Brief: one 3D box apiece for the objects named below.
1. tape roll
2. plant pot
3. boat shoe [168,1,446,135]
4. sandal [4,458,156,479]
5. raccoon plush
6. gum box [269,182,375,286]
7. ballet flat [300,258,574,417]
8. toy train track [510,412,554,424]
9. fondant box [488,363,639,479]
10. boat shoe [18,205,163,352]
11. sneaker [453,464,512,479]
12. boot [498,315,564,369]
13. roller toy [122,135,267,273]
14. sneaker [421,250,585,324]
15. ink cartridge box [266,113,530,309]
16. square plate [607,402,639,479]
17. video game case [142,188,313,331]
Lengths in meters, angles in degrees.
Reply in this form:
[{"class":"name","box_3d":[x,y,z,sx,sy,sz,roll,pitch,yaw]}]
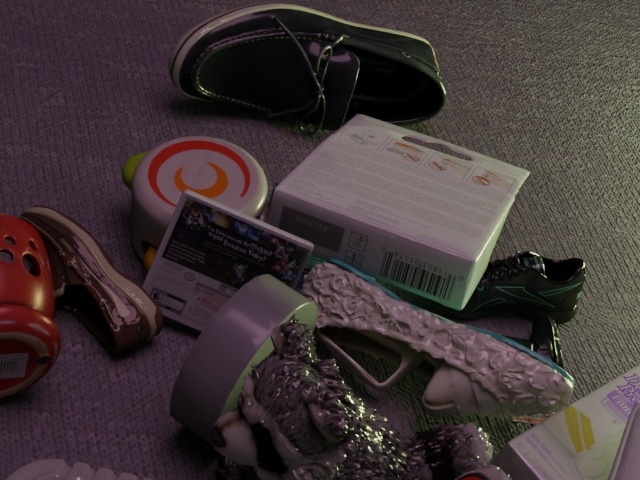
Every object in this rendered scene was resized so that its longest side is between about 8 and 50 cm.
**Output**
[{"class":"tape roll","box_3d":[-0.095,0.152,1.808,0.072,0.219,0.219,32,40,16]},{"class":"plant pot","box_3d":[-0.414,0.086,1.769,0.191,0.191,0.174,-3,47,-26]},{"class":"boat shoe","box_3d":[-0.005,-0.274,2.376,0.500,0.187,0.156,2,36,-29]},{"class":"sandal","box_3d":[-0.178,0.359,1.627,0.416,0.102,0.169,21,36,24]},{"class":"raccoon plush","box_3d":[0.053,0.204,1.748,0.446,0.299,0.216,-23,55,-41]},{"class":"gum box","box_3d":[0.000,0.000,2.167,0.157,0.041,0.184,11,40,-11]},{"class":"ballet flat","box_3d":[0.138,0.165,1.968,0.409,0.147,0.147,25,38,21]},{"class":"toy train track","box_3d":[0.307,0.257,2.026,0.083,0.014,0.048,8,47,-7]},{"class":"fondant box","box_3d":[0.407,0.319,1.916,0.330,0.096,0.238,-21,61,-41]},{"class":"boat shoe","box_3d":[-0.328,0.052,1.924,0.257,0.095,0.095,38,48,19]},{"class":"sneaker","box_3d":[0.232,0.413,1.763,0.118,0.107,0.279,-26,60,-8]},{"class":"boot","box_3d":[0.299,0.153,2.120,0.099,0.045,0.121,7,42,-13]},{"class":"roller toy","box_3d":[-0.173,-0.037,2.051,0.191,0.146,0.209,-9,49,-17]},{"class":"sneaker","box_3d":[0.274,0.056,2.173,0.267,0.106,0.101,4,43,-18]},{"class":"ink cartridge box","box_3d":[0.126,-0.057,2.180,0.308,0.091,0.385,20,27,12]},{"class":"square plate","box_3d":[0.451,0.425,1.749,0.344,0.049,0.347,40,49,-7]},{"class":"video game case","box_3d":[-0.130,0.045,1.948,0.190,0.173,0.022,23,13,-6]}]
